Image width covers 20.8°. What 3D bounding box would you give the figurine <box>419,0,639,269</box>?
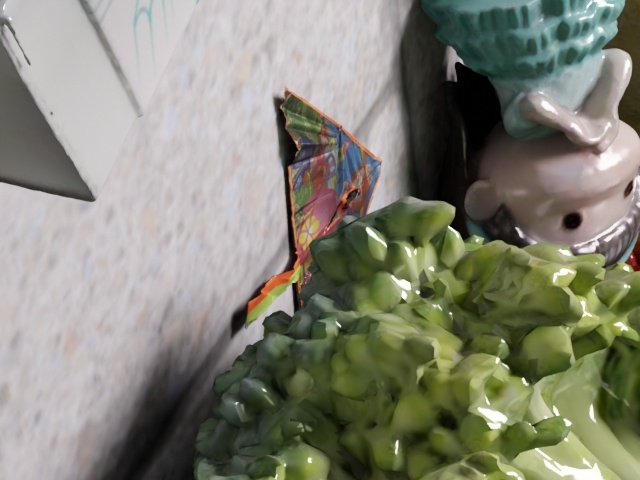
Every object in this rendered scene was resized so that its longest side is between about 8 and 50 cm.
[{"bbox_3d":[0.108,-0.074,0.936,0.137,0.110,0.246,-19,122,-19],"label":"figurine"}]

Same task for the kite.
[{"bbox_3d":[0.000,0.000,0.829,0.159,0.010,0.190,-52,145,-47],"label":"kite"}]

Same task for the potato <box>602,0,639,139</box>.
[{"bbox_3d":[0.217,-0.145,1.081,0.174,0.159,0.251,-63,152,2],"label":"potato"}]

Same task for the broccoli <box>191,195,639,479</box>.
[{"bbox_3d":[0.077,0.127,0.753,0.338,0.317,0.277,-179,-77,-80],"label":"broccoli"}]

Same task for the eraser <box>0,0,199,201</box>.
[{"bbox_3d":[-0.060,-0.132,0.565,0.095,0.052,0.225,68,39,-56],"label":"eraser"}]

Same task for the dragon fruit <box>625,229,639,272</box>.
[{"bbox_3d":[0.284,0.021,1.360,0.189,0.163,0.262,-101,-165,-68],"label":"dragon fruit"}]
